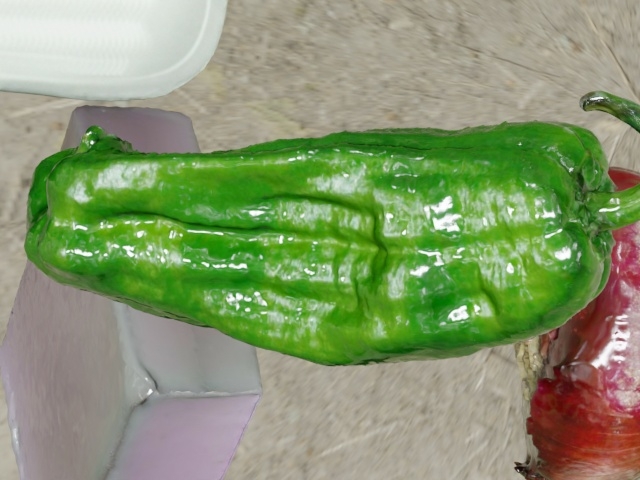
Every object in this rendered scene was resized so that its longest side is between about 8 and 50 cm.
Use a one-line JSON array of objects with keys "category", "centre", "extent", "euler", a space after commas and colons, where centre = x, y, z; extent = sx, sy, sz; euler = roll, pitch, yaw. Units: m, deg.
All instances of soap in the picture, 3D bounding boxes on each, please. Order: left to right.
[{"category": "soap", "centre": [-0.155, 0.096, 1.269], "extent": [0.107, 0.285, 0.296], "euler": [3, 137, -22]}]

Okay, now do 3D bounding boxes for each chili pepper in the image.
[{"category": "chili pepper", "centre": [0.001, -0.005, 0.599], "extent": [0.257, 0.074, 0.100], "euler": [-1, 105, 21]}]

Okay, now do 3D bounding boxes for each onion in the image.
[{"category": "onion", "centre": [0.259, 0.080, 1.386], "extent": [0.195, 0.272, 0.272], "euler": [12, 97, 0]}]

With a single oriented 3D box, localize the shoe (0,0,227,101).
[{"category": "shoe", "centre": [-0.235, -0.123, 0.769], "extent": [0.363, 0.160, 0.131], "euler": [-4, 107, -26]}]
